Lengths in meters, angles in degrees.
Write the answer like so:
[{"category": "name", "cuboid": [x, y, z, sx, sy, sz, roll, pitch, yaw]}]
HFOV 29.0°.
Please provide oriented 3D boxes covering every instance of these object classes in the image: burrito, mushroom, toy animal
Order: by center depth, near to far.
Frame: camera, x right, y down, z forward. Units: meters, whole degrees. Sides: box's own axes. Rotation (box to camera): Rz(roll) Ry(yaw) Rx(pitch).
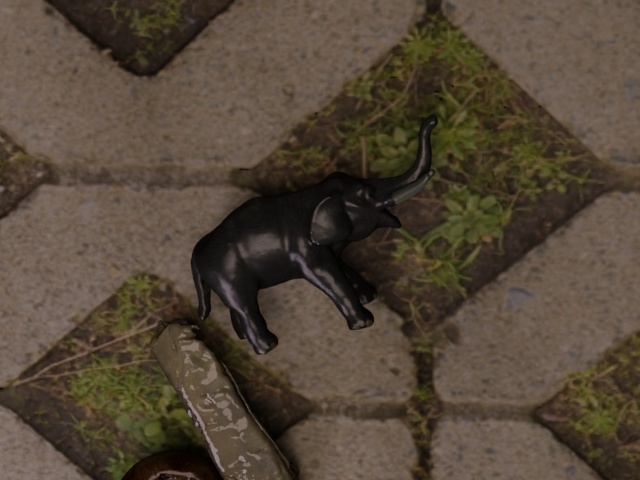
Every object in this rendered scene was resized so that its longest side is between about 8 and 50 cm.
[{"category": "toy animal", "cuboid": [0.007, 0.007, 1.077, 0.269, 0.082, 0.137, -25, 102, 14]}, {"category": "burrito", "cuboid": [-0.083, 0.171, 1.148, 0.063, 0.058, 0.229, -29, 99, 8]}, {"category": "mushroom", "cuboid": [-0.138, 0.257, 1.163, 0.127, 0.087, 0.127, 1, 103, 4]}]
